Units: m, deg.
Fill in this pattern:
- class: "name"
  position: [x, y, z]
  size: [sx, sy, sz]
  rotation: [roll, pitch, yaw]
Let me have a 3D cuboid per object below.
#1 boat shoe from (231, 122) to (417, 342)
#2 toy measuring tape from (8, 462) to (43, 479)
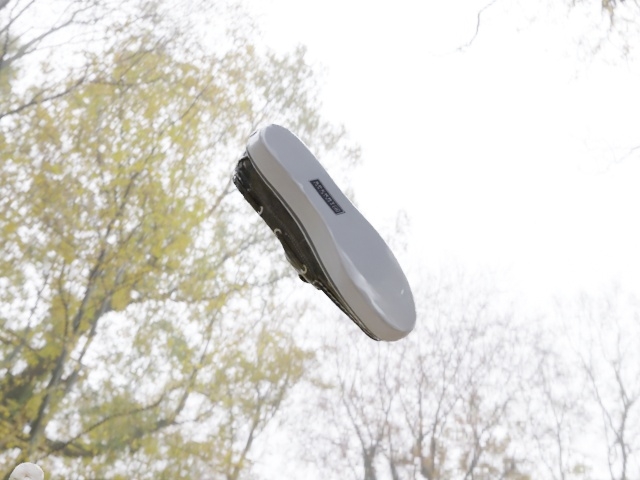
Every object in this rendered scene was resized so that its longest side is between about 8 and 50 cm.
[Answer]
- class: "boat shoe"
  position: [0.000, 0.000, 0.469]
  size: [0.040, 0.049, 0.142]
  rotation: [-48, -114, 33]
- class: "toy measuring tape"
  position: [-0.329, 0.156, 0.504]
  size: [0.121, 0.330, 0.121]
  rotation: [3, -85, 37]
